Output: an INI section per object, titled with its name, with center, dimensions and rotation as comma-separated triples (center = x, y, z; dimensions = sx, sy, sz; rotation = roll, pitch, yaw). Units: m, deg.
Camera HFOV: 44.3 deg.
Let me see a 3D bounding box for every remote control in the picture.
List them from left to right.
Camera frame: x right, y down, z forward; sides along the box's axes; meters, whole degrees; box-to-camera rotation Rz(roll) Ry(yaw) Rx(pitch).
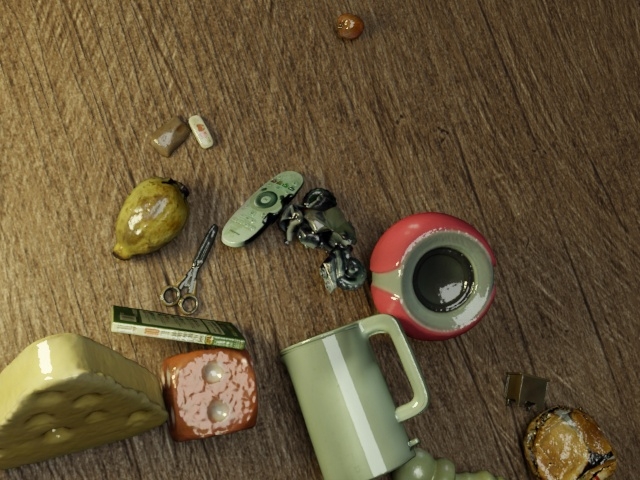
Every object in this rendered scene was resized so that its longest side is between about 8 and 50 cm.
[remote control]
center = -0.130, -0.071, 1.820
dimensions = 0.097, 0.045, 0.256
rotation = 28, 62, 32

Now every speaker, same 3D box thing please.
[speaker]
center = 0.254, 0.090, 1.797
dimensions = 0.295, 0.294, 0.294
rotation = 4, 75, -17

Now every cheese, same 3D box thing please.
[cheese]
center = -0.478, 0.291, 1.464
dimensions = 0.384, 0.384, 0.104
rotation = -11, 59, -20

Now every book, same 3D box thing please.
[book]
center = -0.300, 0.179, 1.632
dimensions = 0.264, 0.202, 0.027
rotation = 10, 91, -16

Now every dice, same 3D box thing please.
[dice]
center = -0.232, 0.320, 1.633
dimensions = 0.175, 0.174, 0.179
rotation = -2, 76, -20

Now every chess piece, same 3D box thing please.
[chess piece]
center = 0.280, 0.551, 1.770
dimensions = 0.251, 0.144, 0.144
rotation = 26, 70, -3

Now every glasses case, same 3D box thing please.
[glasses case]
center = -0.279, -0.254, 1.841
dimensions = 0.032, 0.021, 0.083
rotation = -26, 86, -23

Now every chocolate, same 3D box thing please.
[chocolate]
center = -0.342, -0.244, 1.814
dimensions = 0.064, 0.031, 0.100
rotation = 46, 67, -7

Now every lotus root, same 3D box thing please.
[lotus root]
center = -0.371, -0.043, 1.710
dimensions = 0.138, 0.138, 0.214
rotation = 34, 80, -7

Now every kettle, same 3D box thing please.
[kettle]
center = 0.075, 0.341, 1.685
dimensions = 0.205, 0.265, 0.317
rotation = -11, 76, -46

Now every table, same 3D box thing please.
[table]
center = 0.498, 0.369, 1.911
dimensions = 0.083, 0.070, 0.082
rotation = 17, 76, -14

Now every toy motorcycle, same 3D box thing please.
[toy motorcycle]
center = 0.000, 0.000, 1.817
dimensions = 0.159, 0.106, 0.270
rotation = -10, 66, -24

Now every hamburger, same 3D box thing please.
[hamburger]
center = 0.590, 0.511, 1.887
dimensions = 0.231, 0.107, 0.230
rotation = 3, 75, -12

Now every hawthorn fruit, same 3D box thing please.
[hawthorn fruit]
center = 0.091, -0.549, 2.016
dimensions = 0.103, 0.067, 0.066
rotation = -11, 80, -32

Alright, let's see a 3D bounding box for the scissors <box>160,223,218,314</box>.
[scissors]
center = -0.279, 0.059, 1.767
dimensions = 0.088, 0.017, 0.220
rotation = 27, 69, -9
